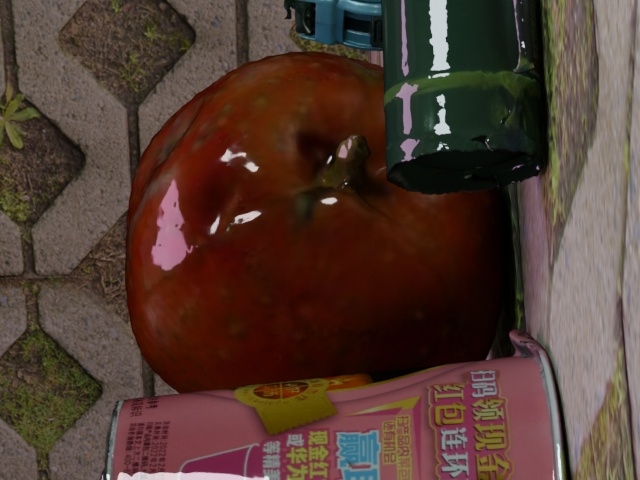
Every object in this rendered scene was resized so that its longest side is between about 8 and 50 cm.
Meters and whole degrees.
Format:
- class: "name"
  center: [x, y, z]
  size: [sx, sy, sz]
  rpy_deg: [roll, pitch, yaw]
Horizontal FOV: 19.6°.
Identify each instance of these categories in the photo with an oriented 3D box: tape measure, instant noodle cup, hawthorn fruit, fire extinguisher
- class: "tape measure"
  center: [0.047, -0.239, 1.749]
  size: [0.081, 0.146, 0.125]
  rpy_deg: [92, -166, -46]
- class: "instant noodle cup"
  center: [0.006, 0.173, 1.057]
  size: [0.244, 0.255, 0.244]
  rpy_deg: [-179, 90, -89]
- class: "hawthorn fruit"
  center: [0.000, 0.000, 1.245]
  size: [0.299, 0.275, 0.275]
  rpy_deg: [115, 155, -66]
- class: "fire extinguisher"
  center: [0.080, -0.179, 1.063]
  size: [0.118, 0.093, 0.294]
  rpy_deg: [136, 135, -71]
